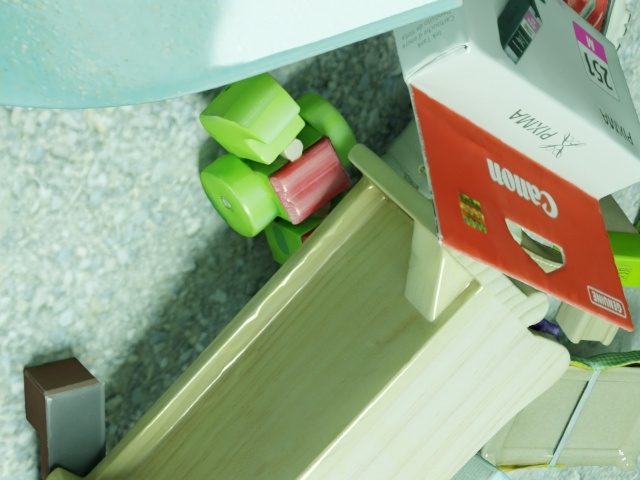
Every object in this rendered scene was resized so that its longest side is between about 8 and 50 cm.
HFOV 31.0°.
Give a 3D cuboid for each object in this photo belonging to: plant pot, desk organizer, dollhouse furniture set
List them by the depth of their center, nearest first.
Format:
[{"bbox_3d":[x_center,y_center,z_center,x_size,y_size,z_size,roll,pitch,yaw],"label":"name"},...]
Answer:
[{"bbox_3d":[-0.115,-0.204,0.540,0.252,0.247,0.248,-25,128,5],"label":"plant pot"},{"bbox_3d":[-0.196,0.160,0.884,0.047,0.050,0.130,-12,117,-33],"label":"desk organizer"},{"bbox_3d":[0.278,0.091,1.211,0.197,0.151,0.301,4,126,-18],"label":"dollhouse furniture set"}]

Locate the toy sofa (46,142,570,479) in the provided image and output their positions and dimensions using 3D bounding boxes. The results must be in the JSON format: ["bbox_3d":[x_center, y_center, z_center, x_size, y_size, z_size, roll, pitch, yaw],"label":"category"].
[{"bbox_3d":[-0.008,0.128,0.841,0.362,0.150,0.177,-47,131,3],"label":"toy sofa"}]

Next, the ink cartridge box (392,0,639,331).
[{"bbox_3d":[0.155,-0.080,0.817,0.060,0.239,0.275,-28,149,31],"label":"ink cartridge box"}]

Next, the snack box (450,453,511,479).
[{"bbox_3d":[0.010,0.295,1.013,0.322,0.187,0.060,-50,131,-8],"label":"snack box"}]

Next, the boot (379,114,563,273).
[{"bbox_3d":[0.159,-0.060,0.997,0.213,0.077,0.165,26,102,-19],"label":"boot"}]

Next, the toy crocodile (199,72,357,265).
[{"bbox_3d":[0.000,0.000,0.926,0.115,0.105,0.340,-38,129,-18],"label":"toy crocodile"}]

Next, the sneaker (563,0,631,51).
[{"bbox_3d":[0.217,-0.267,0.978,0.118,0.107,0.279,2,107,-28],"label":"sneaker"}]
